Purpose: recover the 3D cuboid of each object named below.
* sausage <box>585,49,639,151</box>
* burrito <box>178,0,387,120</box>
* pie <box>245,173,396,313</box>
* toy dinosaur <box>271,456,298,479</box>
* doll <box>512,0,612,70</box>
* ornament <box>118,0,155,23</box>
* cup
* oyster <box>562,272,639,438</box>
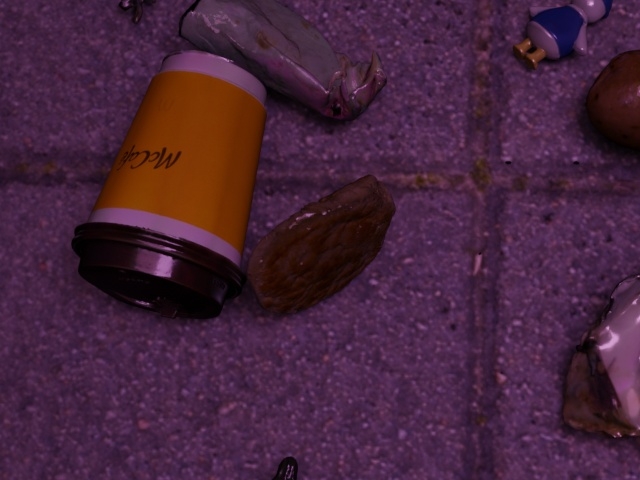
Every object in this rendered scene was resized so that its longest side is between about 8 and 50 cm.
[{"bbox_3d":[0.547,-0.138,1.133,0.501,0.136,0.123,4,43,4],"label":"sausage"},{"bbox_3d":[-0.041,-0.218,1.205,0.229,0.089,0.144,35,39,10],"label":"burrito"},{"bbox_3d":[0.000,0.000,1.133,0.194,0.163,0.079,-33,68,-16],"label":"pie"},{"bbox_3d":[-0.032,0.325,1.057,0.087,0.179,0.187,-25,76,-2],"label":"toy dinosaur"},{"bbox_3d":[0.295,-0.260,1.214,0.143,0.057,0.099,-39,58,-5],"label":"doll"},{"bbox_3d":[-0.160,-0.354,1.239,0.236,0.080,0.202,-40,60,-9],"label":"ornament"},{"bbox_3d":[-0.155,-0.061,1.147,0.197,0.196,0.279,13,73,7],"label":"cup"},{"bbox_3d":[0.422,0.114,1.107,0.351,0.115,0.237,-28,87,3],"label":"oyster"}]
